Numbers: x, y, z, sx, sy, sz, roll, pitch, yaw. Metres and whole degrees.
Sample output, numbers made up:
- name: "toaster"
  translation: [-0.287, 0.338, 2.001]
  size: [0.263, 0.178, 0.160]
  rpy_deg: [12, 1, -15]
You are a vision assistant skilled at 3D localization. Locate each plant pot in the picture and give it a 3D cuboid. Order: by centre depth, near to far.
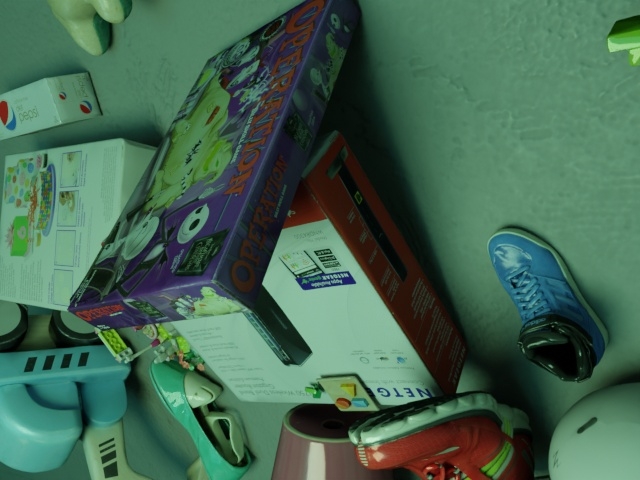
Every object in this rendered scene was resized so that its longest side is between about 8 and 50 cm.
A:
- name: "plant pot"
  translation: [0.016, 0.315, 0.708]
  size: [0.201, 0.201, 0.181]
  rpy_deg: [4, 96, 35]

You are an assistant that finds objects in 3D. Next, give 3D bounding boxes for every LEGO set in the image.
- name: "LEGO set"
  translation: [-0.256, 0.151, 0.876]
  size: [0.286, 0.107, 0.132]
  rpy_deg: [33, 126, 21]

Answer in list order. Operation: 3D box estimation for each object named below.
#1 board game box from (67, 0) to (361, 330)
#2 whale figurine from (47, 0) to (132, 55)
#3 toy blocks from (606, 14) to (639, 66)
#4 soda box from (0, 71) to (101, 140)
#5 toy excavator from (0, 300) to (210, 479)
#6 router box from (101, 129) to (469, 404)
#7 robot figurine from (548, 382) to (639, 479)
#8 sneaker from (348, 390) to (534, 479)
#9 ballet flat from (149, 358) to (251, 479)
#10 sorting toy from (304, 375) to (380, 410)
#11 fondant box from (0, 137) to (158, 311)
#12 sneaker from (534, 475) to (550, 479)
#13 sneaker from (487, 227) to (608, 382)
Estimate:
- name: "board game box"
  translation: [-0.090, -0.085, 0.519]
  size: [0.208, 0.347, 0.056]
  rpy_deg: [-10, 139, 36]
- name: "whale figurine"
  translation: [-0.285, -0.358, 0.677]
  size: [0.216, 0.141, 0.272]
  rpy_deg: [49, 155, 8]
- name: "toy blocks"
  translation: [0.382, -0.027, 0.304]
  size: [0.381, 0.191, 0.261]
  rpy_deg: [-1, 120, 36]
- name: "soda box"
  translation: [-0.447, -0.210, 0.877]
  size: [0.216, 0.074, 0.069]
  rpy_deg: [-2, 109, 37]
- name: "toy excavator"
  translation: [-0.416, 0.332, 0.977]
  size: [0.222, 0.432, 0.446]
  rpy_deg: [-49, 51, 39]
- name: "router box"
  translation: [-0.046, 0.063, 0.637]
  size: [0.335, 0.082, 0.301]
  rpy_deg: [-13, 122, 39]
- name: "robot figurine"
  translation: [0.297, 0.262, 0.482]
  size: [0.173, 0.209, 0.279]
  rpy_deg: [5, 114, 53]
- name: "sneaker"
  translation: [0.136, 0.209, 0.509]
  size: [0.107, 0.278, 0.119]
  rpy_deg: [-25, 57, 35]
- name: "ballet flat"
  translation: [-0.189, 0.289, 0.919]
  size: [0.087, 0.083, 0.248]
  rpy_deg: [-29, 92, 16]
- name: "sorting toy"
  translation: [0.020, 0.180, 0.636]
  size: [0.083, 0.012, 0.062]
  rpy_deg: [-16, 120, 41]
- name: "fondant box"
  translation: [-0.367, -0.016, 0.840]
  size: [0.330, 0.096, 0.239]
  rpy_deg: [1, 87, 35]
- name: "sneaker"
  translation: [0.203, 0.329, 0.632]
  size: [0.192, 0.086, 0.064]
  rpy_deg: [-38, 86, 41]
- name: "sneaker"
  translation: [0.203, 0.061, 0.513]
  size: [0.058, 0.084, 0.152]
  rpy_deg: [-39, 85, 41]
